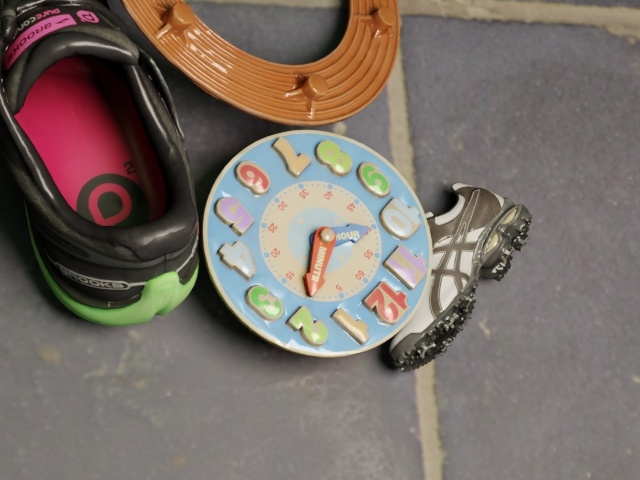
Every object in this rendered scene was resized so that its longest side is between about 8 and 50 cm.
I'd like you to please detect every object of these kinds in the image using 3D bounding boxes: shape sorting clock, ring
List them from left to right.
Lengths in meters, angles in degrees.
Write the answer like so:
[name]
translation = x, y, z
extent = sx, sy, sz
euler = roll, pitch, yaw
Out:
[ring]
translation = -0.054, -0.257, 1.373
extent = 0.337, 0.032, 0.336
euler = 19, 56, -31
[shape sorting clock]
translation = 0.000, 0.000, 1.312
extent = 0.206, 0.040, 0.206
euler = 7, 71, -19

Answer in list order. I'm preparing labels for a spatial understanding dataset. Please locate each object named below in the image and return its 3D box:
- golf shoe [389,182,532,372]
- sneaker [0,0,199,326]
[golf shoe]
translation = 0.106, 0.031, 1.383
extent = 0.094, 0.077, 0.198
euler = 33, 63, 14
[sneaker]
translation = -0.222, -0.167, 1.261
extent = 0.185, 0.202, 0.483
euler = -29, 84, -24
